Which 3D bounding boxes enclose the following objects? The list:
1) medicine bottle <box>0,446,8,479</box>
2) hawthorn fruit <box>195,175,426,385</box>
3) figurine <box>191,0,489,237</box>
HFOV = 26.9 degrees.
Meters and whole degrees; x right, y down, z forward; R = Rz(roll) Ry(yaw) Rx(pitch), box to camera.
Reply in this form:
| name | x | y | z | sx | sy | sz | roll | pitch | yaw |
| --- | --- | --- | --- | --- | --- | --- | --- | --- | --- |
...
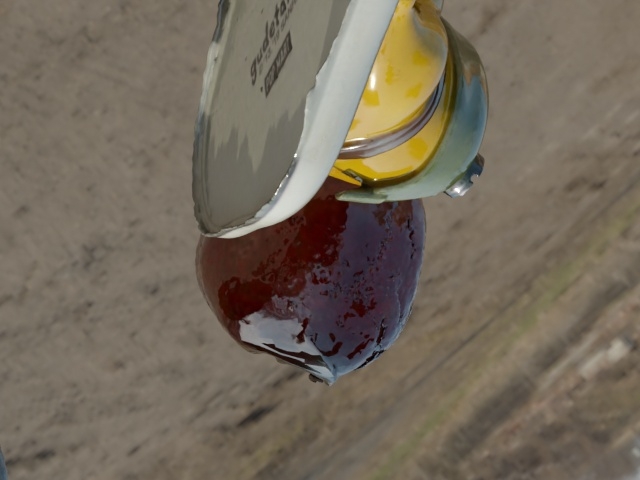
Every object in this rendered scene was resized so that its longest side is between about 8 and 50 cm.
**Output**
| name | x | y | z | sx | sy | sz | roll | pitch | yaw |
| --- | --- | --- | --- | --- | --- | --- | --- | --- | --- |
| medicine bottle | -0.310 | 0.154 | 0.724 | 0.224 | 0.224 | 0.384 | -32 | -175 | -31 |
| hawthorn fruit | 0.000 | 0.000 | 0.849 | 0.148 | 0.148 | 0.172 | -10 | 125 | -65 |
| figurine | 0.038 | -0.084 | 0.626 | 0.141 | 0.167 | 0.250 | 8 | 156 | -19 |
